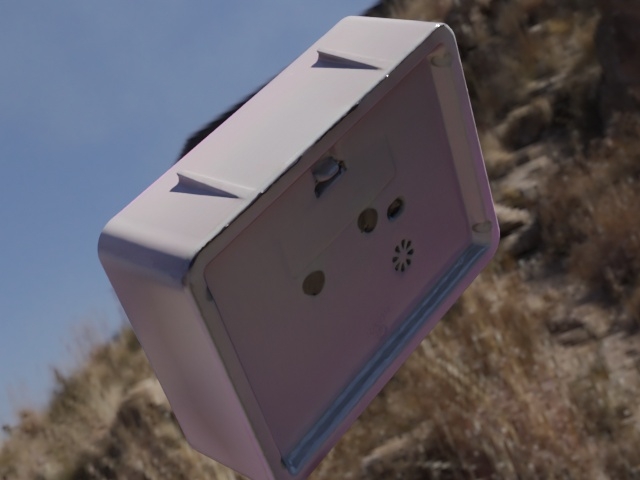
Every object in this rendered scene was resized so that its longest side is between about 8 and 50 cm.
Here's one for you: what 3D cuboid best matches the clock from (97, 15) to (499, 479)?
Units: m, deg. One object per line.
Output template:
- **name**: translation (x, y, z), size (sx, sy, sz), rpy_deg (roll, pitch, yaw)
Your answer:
- **clock**: translation (0.000, 0.000, 0.584), size (0.063, 0.150, 0.197), rpy_deg (16, 49, 38)
